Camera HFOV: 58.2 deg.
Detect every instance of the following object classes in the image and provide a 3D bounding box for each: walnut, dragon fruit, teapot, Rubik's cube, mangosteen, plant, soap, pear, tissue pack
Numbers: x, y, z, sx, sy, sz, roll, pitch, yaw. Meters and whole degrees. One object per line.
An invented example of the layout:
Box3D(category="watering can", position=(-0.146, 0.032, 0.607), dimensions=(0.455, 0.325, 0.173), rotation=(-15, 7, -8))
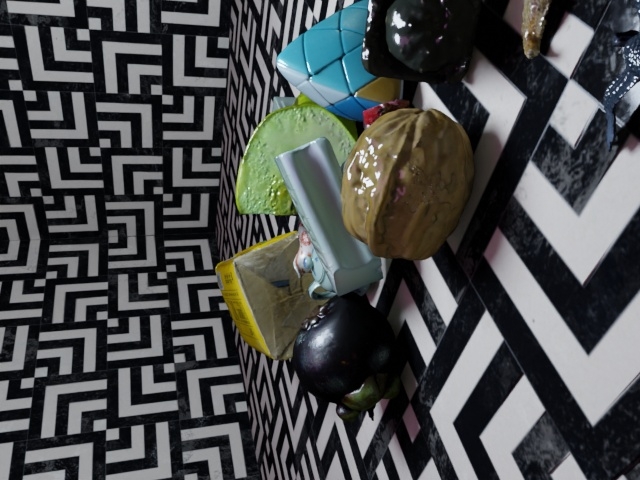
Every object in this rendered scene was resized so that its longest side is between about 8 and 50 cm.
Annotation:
Box3D(category="walnut", position=(0.126, -0.081, 0.864), dimensions=(0.198, 0.198, 0.245), rotation=(-119, 32, -55))
Box3D(category="dragon fruit", position=(0.141, -0.180, 0.978), dimensions=(0.147, 0.096, 0.102), rotation=(41, -155, -53))
Box3D(category="teapot", position=(0.032, 0.049, 1.255), dimensions=(0.232, 0.159, 0.159), rotation=(105, 156, -43))
Box3D(category="Rubik's cube", position=(0.045, -0.302, 1.042), dimensions=(0.254, 0.254, 0.255), rotation=(177, 90, -73))
Box3D(category="mangosteen", position=(0.057, 0.229, 1.128), dimensions=(0.243, 0.242, 0.243), rotation=(177, 90, -73))
Box3D(category="plant", position=(0.142, -0.308, 0.842), dimensions=(0.256, 0.164, 0.142), rotation=(-96, 13, -70))
Box3D(category="teapot", position=(0.000, 0.000, 1.399), dimensions=(0.159, 0.116, 0.245), rotation=(58, -162, -19))
Box3D(category="soap", position=(0.016, -0.040, 1.068), dimensions=(0.173, 0.095, 0.290), rotation=(-145, 30, -80))
Box3D(category="pear", position=(-0.038, -0.190, 1.279), dimensions=(0.176, 0.286, 0.282), rotation=(-83, -6, -76))
Box3D(category="tissue pack", position=(-0.131, 0.148, 1.586), dimensions=(0.293, 0.228, 0.382), rotation=(68, 164, -2))

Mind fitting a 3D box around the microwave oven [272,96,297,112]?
Box3D(category="microwave oven", position=(-0.067, -0.265, 1.565), dimensions=(0.162, 0.122, 0.208), rotation=(-110, 25, -44))

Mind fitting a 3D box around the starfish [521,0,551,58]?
Box3D(category="starfish", position=(0.263, -0.361, 0.604), dimensions=(0.299, 0.060, 0.302), rotation=(115, 148, -61))

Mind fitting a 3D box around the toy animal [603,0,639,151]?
Box3D(category="toy animal", position=(0.295, -0.168, 0.518), dimensions=(0.108, 0.062, 0.220), rotation=(-113, 15, -49))

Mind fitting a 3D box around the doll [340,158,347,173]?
Box3D(category="doll", position=(0.093, -0.110, 1.097), dimensions=(0.107, 0.110, 0.181), rotation=(-55, 24, 15))
